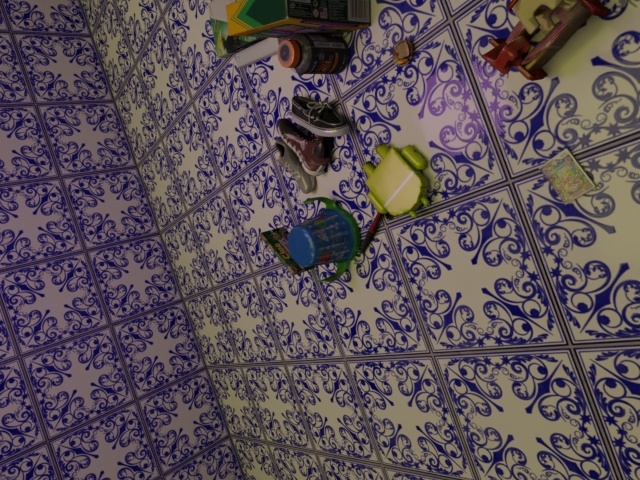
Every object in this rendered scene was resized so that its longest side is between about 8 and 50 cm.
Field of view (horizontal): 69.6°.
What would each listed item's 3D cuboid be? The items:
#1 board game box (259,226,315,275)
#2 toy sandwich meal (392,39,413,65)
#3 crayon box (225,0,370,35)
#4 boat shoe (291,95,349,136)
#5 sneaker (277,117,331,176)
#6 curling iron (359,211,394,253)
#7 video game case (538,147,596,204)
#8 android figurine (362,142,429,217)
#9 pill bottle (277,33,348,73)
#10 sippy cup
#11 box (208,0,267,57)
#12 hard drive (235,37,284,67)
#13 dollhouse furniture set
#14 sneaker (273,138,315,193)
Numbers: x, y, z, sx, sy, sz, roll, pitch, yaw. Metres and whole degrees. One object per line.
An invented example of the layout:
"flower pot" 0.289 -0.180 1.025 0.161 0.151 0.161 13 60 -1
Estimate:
"board game box" -0.147 0.043 2.069 0.259 0.136 0.030 48 136 25
"toy sandwich meal" 0.258 -0.595 1.459 0.086 0.029 0.085 20 118 43
"crayon box" -0.071 -0.742 1.517 0.313 0.363 0.105 14 114 45
"boat shoe" -0.006 -0.479 1.736 0.306 0.113 0.104 40 146 44
"sneaker" -0.045 -0.407 1.829 0.281 0.106 0.162 54 133 5
"curling iron" 0.206 -0.040 1.718 0.068 0.035 0.274 52 136 22
"video game case" 0.642 -0.166 1.200 0.087 0.011 0.121 -44 70 47
"android figurine" 0.258 -0.197 1.561 0.272 0.056 0.248 52 126 24
"pill bottle" -0.029 -0.644 1.596 0.131 0.246 0.130 21 119 43
"sippy cup" 0.000 0.000 1.820 0.305 0.224 0.240 56 137 19
"box" -0.354 -0.928 1.940 0.322 0.059 0.232 3 105 49
"hard drive" -0.270 -0.870 1.944 0.308 0.040 0.202 4 107 47
"dollhouse furniture set" 0.458 -0.477 1.016 0.152 0.374 0.201 53 135 14
"sneaker" -0.120 -0.309 1.919 0.099 0.121 0.262 -30 81 50
